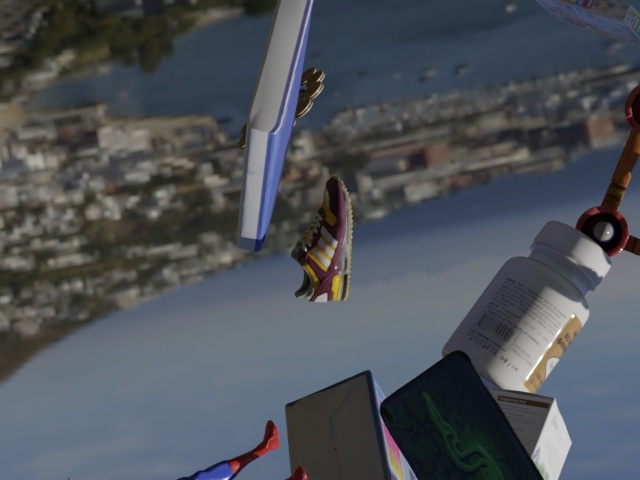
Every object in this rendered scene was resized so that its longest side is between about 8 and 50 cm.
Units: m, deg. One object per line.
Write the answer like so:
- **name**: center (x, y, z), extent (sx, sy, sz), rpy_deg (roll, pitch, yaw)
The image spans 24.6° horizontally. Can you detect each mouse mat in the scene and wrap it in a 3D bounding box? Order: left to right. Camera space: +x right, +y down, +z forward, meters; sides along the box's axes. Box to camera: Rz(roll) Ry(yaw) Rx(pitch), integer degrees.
- **mouse mat**: center (0.122, 0.187, 1.142), extent (0.007, 0.189, 0.152), rpy_deg (-26, 169, -33)

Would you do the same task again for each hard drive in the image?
- **hard drive**: center (-0.059, -0.147, 1.827), extent (0.040, 0.210, 0.318), rpy_deg (13, 154, 0)

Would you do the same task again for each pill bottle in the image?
- **pill bottle**: center (0.272, 0.094, 1.902), extent (0.229, 0.131, 0.131), rpy_deg (-53, -172, -11)

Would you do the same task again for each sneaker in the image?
- **sneaker**: center (0.000, 0.000, 2.105), extent (0.084, 0.185, 0.069), rpy_deg (-1, -168, -8)

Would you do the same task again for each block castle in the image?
- **block castle**: center (0.662, -0.048, 2.324), extent (0.453, 0.303, 0.213), rpy_deg (22, -174, 10)

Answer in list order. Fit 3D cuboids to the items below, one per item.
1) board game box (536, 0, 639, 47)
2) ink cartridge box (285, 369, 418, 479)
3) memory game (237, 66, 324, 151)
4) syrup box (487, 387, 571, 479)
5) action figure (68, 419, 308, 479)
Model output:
- **board game box**: center (0.367, -0.307, 1.983), extent (0.154, 0.026, 0.103), rpy_deg (26, 180, 36)
- **ink cartridge box**: center (0.098, 0.428, 2.147), extent (0.151, 0.395, 0.270), rpy_deg (-21, -145, 9)
- **memory game**: center (-0.064, -0.211, 2.365), extent (0.186, 0.012, 0.186), rpy_deg (-36, -155, 20)
- **syrup box**: center (0.215, 0.301, 1.769), extent (0.096, 0.093, 0.237), rpy_deg (5, -130, 30)
- **action figure**: center (-0.152, 0.257, 1.421), extent (0.280, 0.091, 0.139), rpy_deg (-28, 154, -15)
